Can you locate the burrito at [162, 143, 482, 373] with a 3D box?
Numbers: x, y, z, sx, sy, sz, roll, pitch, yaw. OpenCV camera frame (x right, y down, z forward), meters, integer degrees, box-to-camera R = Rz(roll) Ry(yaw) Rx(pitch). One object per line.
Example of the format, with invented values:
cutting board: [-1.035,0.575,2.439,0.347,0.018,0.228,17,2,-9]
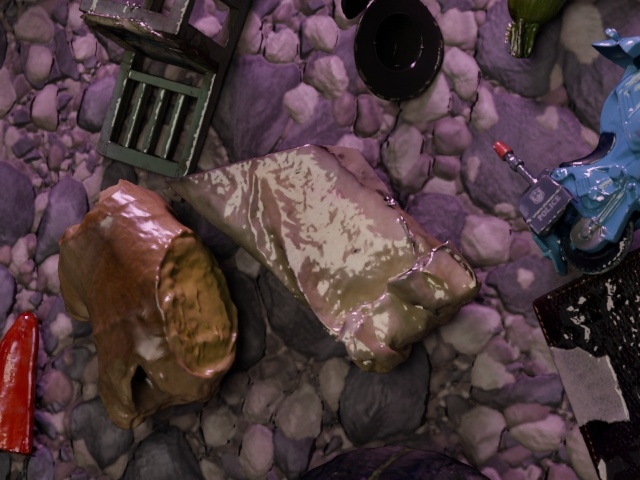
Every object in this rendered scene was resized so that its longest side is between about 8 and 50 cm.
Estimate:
burrito: [0.008,-0.010,1.657,0.347,0.107,0.175,40,82,22]

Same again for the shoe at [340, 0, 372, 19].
shoe: [0.083,-0.303,1.696,0.053,0.062,0.159,34,92,22]

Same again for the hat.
hat: [0.075,-0.211,1.682,0.050,0.121,0.121,16,87,63]

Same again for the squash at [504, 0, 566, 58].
squash: [0.282,-0.329,1.606,0.080,0.071,0.318,44,100,22]

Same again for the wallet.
wallet: [0.353,0.103,1.509,0.262,0.071,0.221,-27,72,24]

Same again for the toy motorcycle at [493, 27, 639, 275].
toy motorcycle: [0.297,-0.098,1.532,0.272,0.123,0.182,-49,52,15]

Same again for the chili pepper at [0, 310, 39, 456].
chili pepper: [-0.356,0.164,1.808,0.088,0.065,0.169,5,80,23]

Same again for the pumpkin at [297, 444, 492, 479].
pumpkin: [0.072,0.357,1.489,0.323,0.241,0.323,-6,78,29]

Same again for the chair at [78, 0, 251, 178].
chair: [-0.188,-0.221,1.752,0.136,0.147,0.270,19,88,24]

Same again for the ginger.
ginger: [-0.206,0.072,1.725,0.221,0.130,0.276,-6,80,34]
